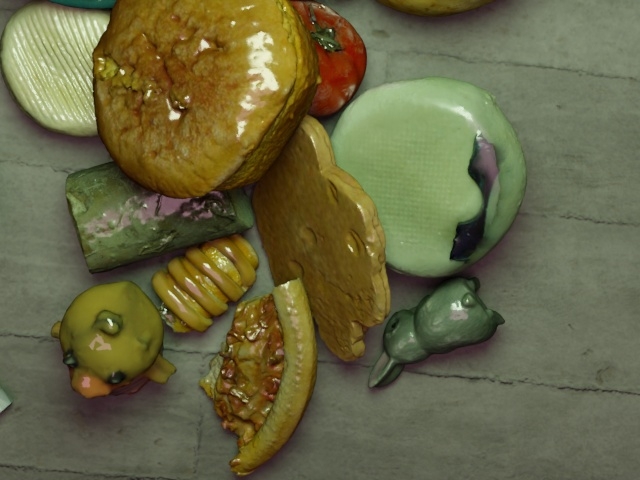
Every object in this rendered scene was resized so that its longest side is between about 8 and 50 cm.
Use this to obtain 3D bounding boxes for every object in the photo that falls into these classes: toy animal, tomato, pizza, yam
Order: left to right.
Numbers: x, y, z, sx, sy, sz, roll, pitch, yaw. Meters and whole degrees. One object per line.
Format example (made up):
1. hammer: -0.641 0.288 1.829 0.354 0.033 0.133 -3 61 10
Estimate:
1. toy animal: -0.299 0.145 1.261 0.195 0.281 0.169 21 80 -4
2. yam: -0.243 -0.053 1.269 0.268 0.161 0.161 -15 101 1
3. pizza: -0.096 0.209 1.336 0.182 0.074 0.365 29 116 16
4. tomato: -0.028 -0.247 1.232 0.187 0.187 0.151 40 130 -8
5. toy animal: 0.157 0.138 1.342 0.236 0.138 0.108 -27 70 18

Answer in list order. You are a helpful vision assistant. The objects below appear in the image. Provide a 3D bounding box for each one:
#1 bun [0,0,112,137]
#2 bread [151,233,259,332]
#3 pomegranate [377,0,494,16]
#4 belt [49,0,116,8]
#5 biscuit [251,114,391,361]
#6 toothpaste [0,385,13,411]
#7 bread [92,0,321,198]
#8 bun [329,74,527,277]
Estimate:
1. bun: -0.345 -0.252 1.251 0.222 0.127 0.222 3 105 10
2. bread: -0.177 0.061 1.334 0.177 0.084 0.119 -42 99 3
3. pomegranate: 0.152 -0.442 1.145 0.307 0.307 0.307 0 101 -1
4. belt: -0.240 -0.488 1.128 0.436 0.173 0.300 -31 130 -2
5. biscuit: 0.003 -0.002 1.250 0.051 0.269 0.376 -24 106 -33
6. toothpaste: -0.570 0.199 1.377 0.067 0.043 0.194 -43 93 10
7. bread: -0.151 -0.204 1.101 0.312 0.172 0.312 -2 86 27
8. bun: 0.159 -0.101 1.260 0.293 0.187 0.293 7 107 23
